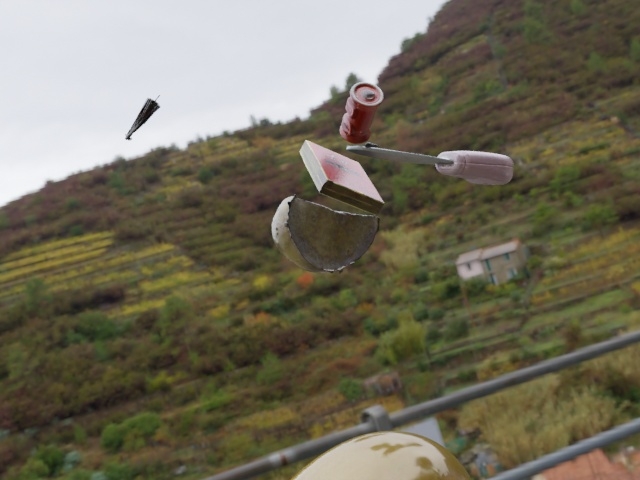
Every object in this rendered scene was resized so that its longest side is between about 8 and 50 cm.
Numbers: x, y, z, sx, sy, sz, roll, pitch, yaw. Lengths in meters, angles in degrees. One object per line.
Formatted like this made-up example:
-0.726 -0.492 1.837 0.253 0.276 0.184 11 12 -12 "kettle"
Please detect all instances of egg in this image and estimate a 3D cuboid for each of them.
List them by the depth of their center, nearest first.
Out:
0.045 0.357 0.892 0.322 0.250 0.250 -57 -6 2 "egg"

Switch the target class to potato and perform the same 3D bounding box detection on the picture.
0.000 0.000 1.630 0.243 0.138 0.098 12 -14 -39 "potato"

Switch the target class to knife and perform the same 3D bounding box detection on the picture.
0.139 -0.109 1.086 0.336 0.043 0.081 5 -1 -45 "knife"

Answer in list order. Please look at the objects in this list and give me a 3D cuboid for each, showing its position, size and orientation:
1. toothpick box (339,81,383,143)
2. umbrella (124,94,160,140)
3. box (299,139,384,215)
0.056 -0.174 1.155 0.047 0.047 0.083 -16 -30 -23 "toothpick box"
-0.262 -0.182 1.227 0.083 0.031 0.020 -57 -30 2 "umbrella"
0.026 -0.084 1.105 0.090 0.023 0.133 23 21 -23 "box"
